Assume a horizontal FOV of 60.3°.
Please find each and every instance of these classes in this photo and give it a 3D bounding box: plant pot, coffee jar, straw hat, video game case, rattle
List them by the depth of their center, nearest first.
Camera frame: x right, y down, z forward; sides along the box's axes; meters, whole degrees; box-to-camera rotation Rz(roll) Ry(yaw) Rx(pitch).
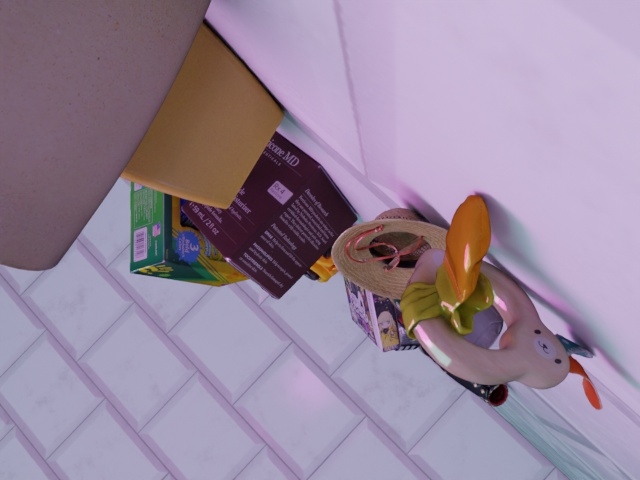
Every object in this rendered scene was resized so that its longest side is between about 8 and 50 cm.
[{"bbox_3d":[-0.224,-0.161,0.448,0.256,0.274,0.256,43,177,3],"label":"plant pot"},{"bbox_3d":[0.178,0.053,0.449,0.200,0.143,0.130,28,-151,5],"label":"rattle"},{"bbox_3d":[0.086,-0.001,0.589,0.144,0.144,0.061,45,-142,-37],"label":"straw hat"},{"bbox_3d":[-0.171,-0.155,0.724,0.187,0.212,0.212,31,-179,-17],"label":"plant pot"},{"bbox_3d":[0.152,0.080,0.726,0.096,0.079,0.184,41,177,-17],"label":"coffee jar"},{"bbox_3d":[0.087,0.084,1.079,0.232,0.042,0.210,-146,44,-77],"label":"video game case"}]

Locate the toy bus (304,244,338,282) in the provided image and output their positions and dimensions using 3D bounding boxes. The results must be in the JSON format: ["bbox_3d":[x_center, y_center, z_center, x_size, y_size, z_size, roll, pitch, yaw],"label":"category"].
[{"bbox_3d":[0.000,0.000,1.362,0.220,0.149,0.211,42,162,-19],"label":"toy bus"}]

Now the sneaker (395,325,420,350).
[{"bbox_3d":[0.207,0.164,1.267,0.228,0.086,0.132,114,153,-60],"label":"sneaker"}]

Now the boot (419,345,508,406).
[{"bbox_3d":[0.350,0.303,1.347,0.236,0.085,0.178,46,172,-38],"label":"boot"}]

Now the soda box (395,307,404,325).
[{"bbox_3d":[0.184,0.134,1.058,0.092,0.083,0.263,44,177,-12],"label":"soda box"}]

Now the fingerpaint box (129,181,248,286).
[{"bbox_3d":[-0.400,-0.101,1.739,0.371,0.163,0.445,19,-118,-54],"label":"fingerpaint box"}]

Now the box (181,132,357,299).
[{"bbox_3d":[-0.083,-0.046,0.928,0.168,0.203,0.167,41,176,38],"label":"box"}]
